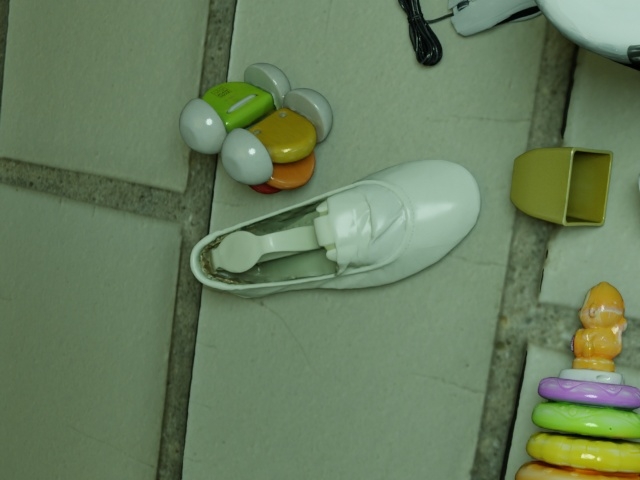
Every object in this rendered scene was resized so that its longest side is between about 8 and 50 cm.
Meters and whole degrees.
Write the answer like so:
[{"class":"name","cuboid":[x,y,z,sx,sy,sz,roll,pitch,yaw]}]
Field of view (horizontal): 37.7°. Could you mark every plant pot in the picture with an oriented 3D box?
[{"class":"plant pot","cuboid":[0.252,-0.061,1.004,0.083,0.082,0.081,13,100,46]}]

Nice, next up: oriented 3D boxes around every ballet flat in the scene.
[{"class":"ballet flat","cuboid":[0.000,0.000,1.149,0.400,0.139,0.139,-15,83,34]}]

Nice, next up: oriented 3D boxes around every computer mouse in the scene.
[{"class":"computer mouse","cuboid":[0.176,-0.273,1.065,0.193,0.042,0.106,-15,83,35]}]

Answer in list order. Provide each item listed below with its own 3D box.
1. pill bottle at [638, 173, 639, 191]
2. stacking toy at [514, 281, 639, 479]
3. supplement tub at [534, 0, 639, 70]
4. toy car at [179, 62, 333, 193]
[{"class":"pill bottle","cuboid":[0.396,-0.064,0.888,0.169,0.094,0.094,-24,79,34]},{"class":"stacking toy","cuboid":[0.278,0.191,0.966,0.166,0.175,0.301,1,81,32]},{"class":"supplement tub","cuboid":[0.321,-0.235,0.784,0.207,0.338,0.207,2,93,35]},{"class":"toy car","cuboid":[-0.080,-0.130,1.209,0.182,0.159,0.136,35,148,28]}]
